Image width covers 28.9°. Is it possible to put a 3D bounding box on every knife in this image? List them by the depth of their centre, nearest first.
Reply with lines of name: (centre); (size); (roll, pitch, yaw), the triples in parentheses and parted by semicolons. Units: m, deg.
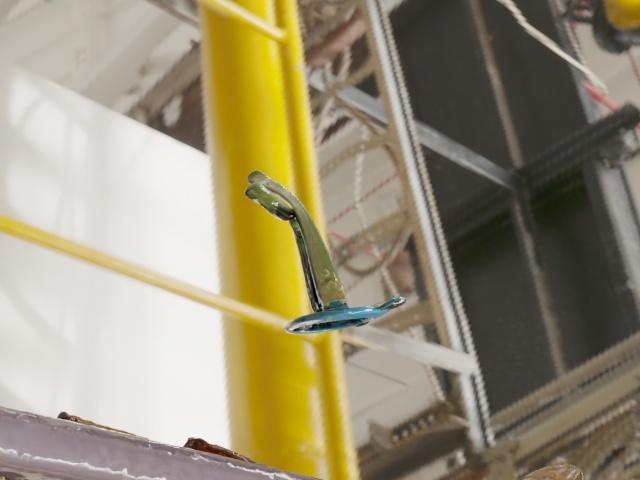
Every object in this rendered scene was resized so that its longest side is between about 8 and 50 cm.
knife: (-0.082, 0.090, 0.449); (0.132, 0.398, 0.038); (-19, -120, 44)

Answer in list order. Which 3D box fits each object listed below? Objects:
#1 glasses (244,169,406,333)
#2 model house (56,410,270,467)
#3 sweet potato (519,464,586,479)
glasses: (-0.027, 0.025, 1.232); (0.102, 0.207, 0.239); (-44, 176, -5)
model house: (-0.109, 0.263, 0.978); (0.160, 0.254, 0.196); (23, -90, 51)
sweet potato: (0.176, 0.262, 0.735); (0.067, 0.281, 0.059); (-9, -159, 47)
